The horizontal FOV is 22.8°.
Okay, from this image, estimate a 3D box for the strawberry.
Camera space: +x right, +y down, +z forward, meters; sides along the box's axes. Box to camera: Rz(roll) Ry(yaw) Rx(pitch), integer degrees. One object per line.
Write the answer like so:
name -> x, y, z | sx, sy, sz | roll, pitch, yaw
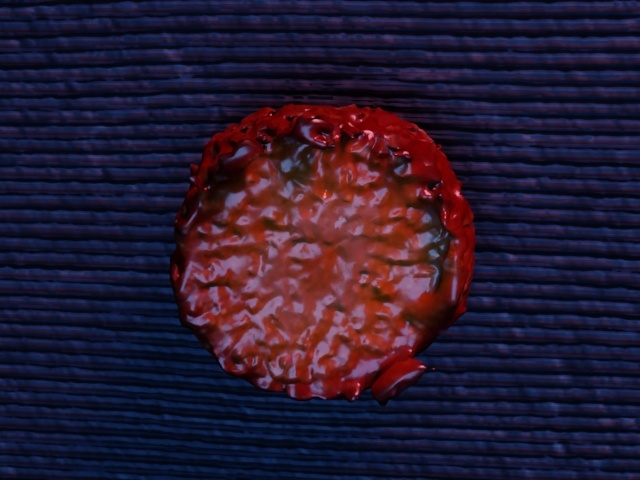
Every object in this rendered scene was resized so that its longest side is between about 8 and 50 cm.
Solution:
strawberry -> 0.000, 0.000, 0.708 | 0.145, 0.086, 0.145 | 4, 118, 7
